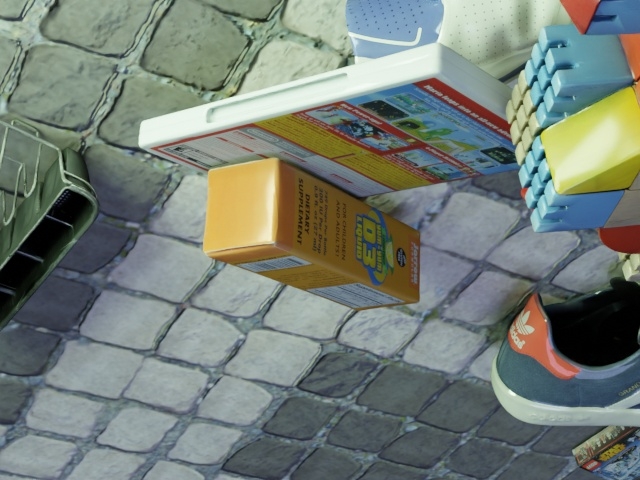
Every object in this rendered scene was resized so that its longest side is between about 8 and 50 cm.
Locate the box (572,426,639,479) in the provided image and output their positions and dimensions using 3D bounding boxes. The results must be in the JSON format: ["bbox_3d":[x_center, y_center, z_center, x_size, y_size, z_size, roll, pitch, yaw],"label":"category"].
[{"bbox_3d":[0.389,0.245,1.470,0.094,0.027,0.137,27,125,-35],"label":"box"}]

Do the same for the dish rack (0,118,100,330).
[{"bbox_3d":[-0.345,-0.042,0.999,0.271,0.074,0.208,25,125,-30],"label":"dish rack"}]

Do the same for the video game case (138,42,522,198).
[{"bbox_3d":[0.028,-0.079,0.944,0.285,0.025,0.204,-9,161,37],"label":"video game case"}]

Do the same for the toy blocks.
[{"bbox_3d":[0.246,-0.079,0.791,0.260,0.191,0.381,-4,152,-9],"label":"toy blocks"}]

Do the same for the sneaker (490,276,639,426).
[{"bbox_3d":[0.358,0.109,1.254,0.349,0.131,0.148,-2,129,-15],"label":"sneaker"}]

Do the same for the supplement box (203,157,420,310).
[{"bbox_3d":[0.000,0.000,1.045,0.080,0.078,0.233,-8,162,31],"label":"supplement box"}]

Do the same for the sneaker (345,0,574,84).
[{"bbox_3d":[0.170,-0.222,0.889,0.315,0.127,0.182,-8,125,3],"label":"sneaker"}]
